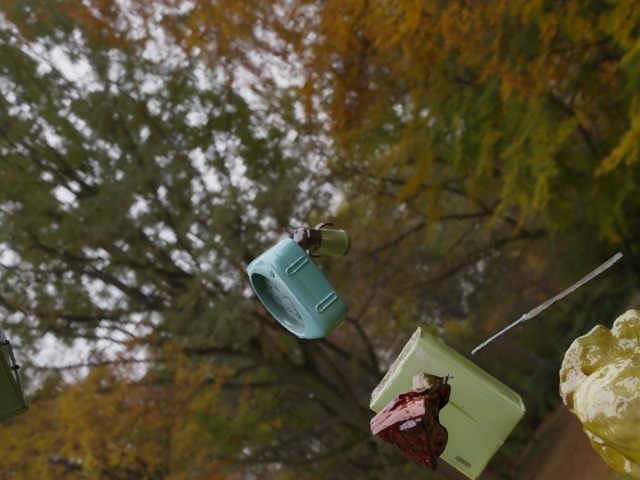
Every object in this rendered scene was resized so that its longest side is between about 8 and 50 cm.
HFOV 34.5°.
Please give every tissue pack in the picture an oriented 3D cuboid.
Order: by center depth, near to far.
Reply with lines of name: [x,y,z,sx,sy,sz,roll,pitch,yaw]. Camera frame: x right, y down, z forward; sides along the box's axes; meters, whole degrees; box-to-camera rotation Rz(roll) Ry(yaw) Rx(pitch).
tissue pack: [0.227,0.289,1.836,0.159,0.234,0.125,-55,-2,9]

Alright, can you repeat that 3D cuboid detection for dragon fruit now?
dragon fruit: [0.174,0.262,1.602,0.092,0.122,0.192,-59,-15,24]

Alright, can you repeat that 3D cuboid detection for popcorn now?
popcorn: [0.410,0.210,1.253,0.190,0.253,0.191,-37,-36,-51]

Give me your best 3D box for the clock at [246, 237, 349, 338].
clock: [-0.033,0.056,1.119,0.045,0.108,0.147,-39,5,-20]

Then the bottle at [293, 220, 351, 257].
bottle: [0.000,-0.002,1.715,0.101,0.047,0.063,9,-94,-35]

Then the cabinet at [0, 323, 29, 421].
cabinet: [-0.531,0.159,1.493,0.150,0.145,0.206,-19,-44,-14]

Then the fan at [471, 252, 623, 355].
fan: [0.266,0.078,1.223,0.220,0.009,0.132,-37,-9,24]
